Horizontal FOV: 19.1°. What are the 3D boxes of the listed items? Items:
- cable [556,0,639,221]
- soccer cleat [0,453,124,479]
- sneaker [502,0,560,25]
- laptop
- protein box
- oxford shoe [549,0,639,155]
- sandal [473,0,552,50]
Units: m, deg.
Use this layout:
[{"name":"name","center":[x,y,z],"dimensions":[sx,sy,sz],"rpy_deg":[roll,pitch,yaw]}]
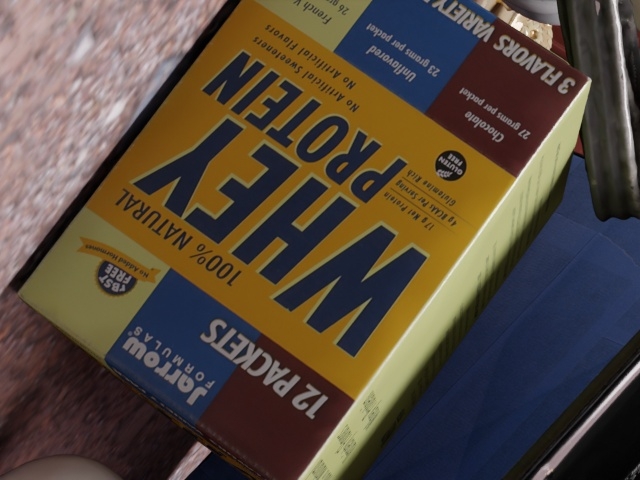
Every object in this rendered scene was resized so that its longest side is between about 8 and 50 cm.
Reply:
[{"name":"cable","center":[0.125,-0.135,0.791],"dimensions":[0.139,0.072,0.287],"rpy_deg":[-69,147,-68]},{"name":"soccer cleat","center":[-0.187,0.238,0.799],"dimensions":[0.331,0.116,0.143],"rpy_deg":[-55,169,1]},{"name":"sneaker","center":[0.151,-0.215,0.914],"dimensions":[0.252,0.103,0.111],"rpy_deg":[-63,164,17]},{"name":"laptop","center":[0.071,0.057,1.012],"dimensions":[0.382,0.236,0.408],"rpy_deg":[-46,161,-12]},{"name":"protein box","center":[0.000,0.000,0.828],"dimensions":[0.201,0.136,0.200],"rpy_deg":[-54,169,-8]},{"name":"oxford shoe","center":[0.154,-0.055,1.341],"dimensions":[0.348,0.123,0.130],"rpy_deg":[-58,174,19]},{"name":"sandal","center":[0.114,-0.082,1.194],"dimensions":[0.088,0.079,0.240],"rpy_deg":[-42,163,-48]}]
